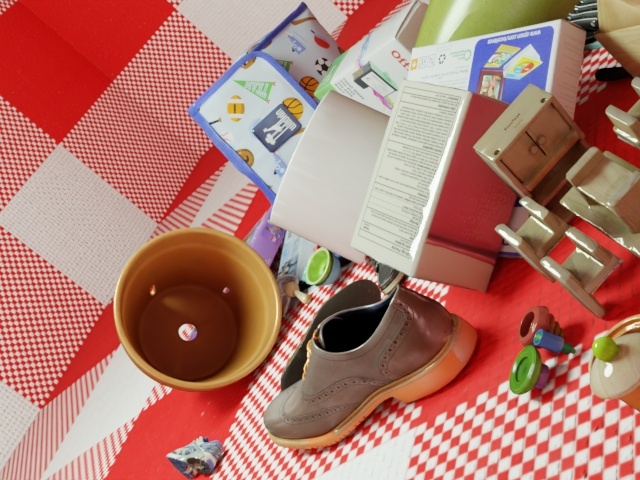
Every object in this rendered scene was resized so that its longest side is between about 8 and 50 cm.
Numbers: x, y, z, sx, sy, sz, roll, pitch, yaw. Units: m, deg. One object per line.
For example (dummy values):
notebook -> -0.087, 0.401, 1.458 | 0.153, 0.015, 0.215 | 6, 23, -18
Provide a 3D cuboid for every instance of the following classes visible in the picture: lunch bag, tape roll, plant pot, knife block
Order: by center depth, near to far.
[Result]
knife block -> 0.433, -0.251, 1.171 | 0.276, 0.242, 0.088 | 35, 83, 29
plant pot -> 0.287, -0.370, 1.468 | 0.293, 0.275, 0.275 | -52, 14, 18
tape roll -> 0.042, -0.104, 1.530 | 0.246, 0.169, 0.246 | 26, -90, -87
plant pot -> -0.230, 0.146, 1.697 | 0.291, 0.291, 0.203 | -56, 0, -24
lunch bag -> -0.068, -0.283, 2.052 | 0.385, 0.328, 0.239 | -50, 11, -36

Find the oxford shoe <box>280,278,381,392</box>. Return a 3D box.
oxford shoe -> 0.009, 0.142, 1.388 | 0.212, 0.076, 0.076 | -50, 5, -5

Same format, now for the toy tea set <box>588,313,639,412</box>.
toy tea set -> 0.336, -0.002, 0.736 | 0.336, 0.124, 0.200 | -51, 16, -7

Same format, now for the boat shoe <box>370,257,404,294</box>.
boat shoe -> 0.100, 0.029, 1.435 | 0.056, 0.049, 0.152 | -45, 15, 23

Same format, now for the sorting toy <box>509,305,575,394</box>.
sorting toy -> 0.226, 0.113, 0.940 | 0.061, 0.042, 0.102 | 127, 162, -58

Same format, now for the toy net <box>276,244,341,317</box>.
toy net -> -0.038, 0.059, 1.677 | 0.232, 0.045, 0.122 | -34, 45, 44

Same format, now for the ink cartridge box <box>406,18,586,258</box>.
ink cartridge box -> 0.213, -0.130, 1.284 | 0.304, 0.072, 0.307 | 6, 86, 56

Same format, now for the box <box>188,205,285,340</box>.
box -> -0.167, 0.075, 1.984 | 0.201, 0.057, 0.293 | -48, 13, 41

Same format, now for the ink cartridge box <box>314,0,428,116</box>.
ink cartridge box -> 0.152, -0.301, 1.780 | 0.278, 0.201, 0.117 | -25, 30, 55

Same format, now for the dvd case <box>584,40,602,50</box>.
dvd case -> 0.447, -0.341, 1.430 | 0.119, 0.013, 0.087 | -50, 16, -6

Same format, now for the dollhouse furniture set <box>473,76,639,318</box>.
dollhouse furniture set -> 0.303, -0.047, 0.997 | 0.212, 0.161, 0.242 | -48, 38, 4

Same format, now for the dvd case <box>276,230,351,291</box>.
dvd case -> 0.000, 0.000, 1.743 | 0.253, 0.022, 0.180 | -33, 39, 44

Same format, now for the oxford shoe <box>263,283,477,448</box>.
oxford shoe -> 0.027, 0.156, 1.184 | 0.364, 0.133, 0.130 | -37, 20, 38

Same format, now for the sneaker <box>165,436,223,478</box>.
sneaker -> -0.200, 0.351, 1.518 | 0.135, 0.052, 0.058 | -16, 26, 50

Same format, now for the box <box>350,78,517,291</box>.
box -> 0.156, -0.071, 1.174 | 0.148, 0.127, 0.232 | 28, 103, 57
